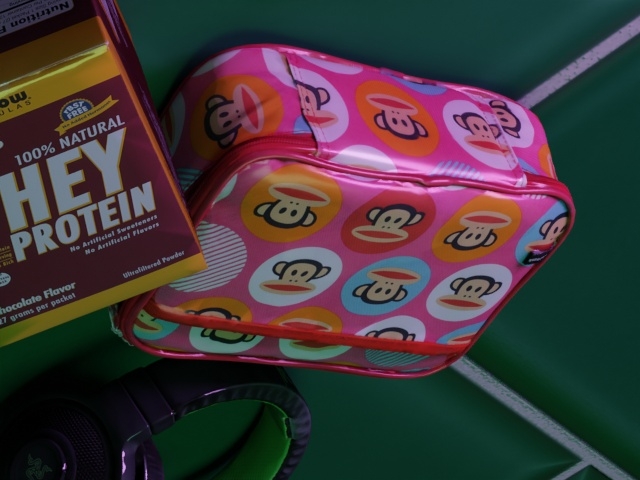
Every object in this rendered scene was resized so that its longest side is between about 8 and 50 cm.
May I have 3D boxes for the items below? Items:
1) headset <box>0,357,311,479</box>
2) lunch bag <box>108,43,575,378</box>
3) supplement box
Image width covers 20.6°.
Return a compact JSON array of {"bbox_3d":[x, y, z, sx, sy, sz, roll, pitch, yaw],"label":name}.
[{"bbox_3d":[-0.200,0.196,1.370,0.394,0.185,0.243,-29,149,-16],"label":"headset"},{"bbox_3d":[0.000,0.000,1.217,0.293,0.120,0.258,8,137,-31],"label":"lunch bag"},{"bbox_3d":[-0.167,-0.086,0.957,0.129,0.194,0.191,-21,142,-1],"label":"supplement box"}]
